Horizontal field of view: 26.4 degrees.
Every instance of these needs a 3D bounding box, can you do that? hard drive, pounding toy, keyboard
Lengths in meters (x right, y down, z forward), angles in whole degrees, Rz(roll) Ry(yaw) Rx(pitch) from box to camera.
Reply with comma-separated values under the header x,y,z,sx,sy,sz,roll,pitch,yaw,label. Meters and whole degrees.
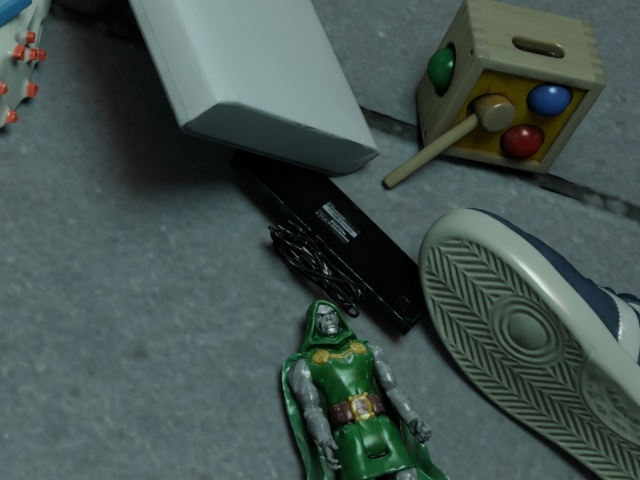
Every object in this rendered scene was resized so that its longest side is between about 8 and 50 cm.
x,y,z,sx,sy,sz,roll,pitch,yaw,label
-0.088,-0.224,1.026,0.233,0.047,0.353,11,52,-60,hard drive
0.133,-0.108,1.086,0.141,0.130,0.100,9,50,-16,pounding toy
0.000,0.000,1.035,0.192,0.038,0.100,44,35,6,keyboard

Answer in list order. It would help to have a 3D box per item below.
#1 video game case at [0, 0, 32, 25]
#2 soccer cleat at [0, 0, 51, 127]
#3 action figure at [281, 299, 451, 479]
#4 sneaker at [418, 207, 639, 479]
x,y,z,sx,sy,sz,roll,pitch,yaw,label
-0.304,-0.183,0.974,0.166,0.015,0.119,39,65,23,video game case
-0.239,-0.162,1.006,0.076,0.068,0.196,9,61,5,soccer cleat
0.034,0.146,0.953,0.137,0.063,0.232,-12,66,-22,action figure
0.229,0.085,1.026,0.350,0.131,0.148,43,51,-3,sneaker
